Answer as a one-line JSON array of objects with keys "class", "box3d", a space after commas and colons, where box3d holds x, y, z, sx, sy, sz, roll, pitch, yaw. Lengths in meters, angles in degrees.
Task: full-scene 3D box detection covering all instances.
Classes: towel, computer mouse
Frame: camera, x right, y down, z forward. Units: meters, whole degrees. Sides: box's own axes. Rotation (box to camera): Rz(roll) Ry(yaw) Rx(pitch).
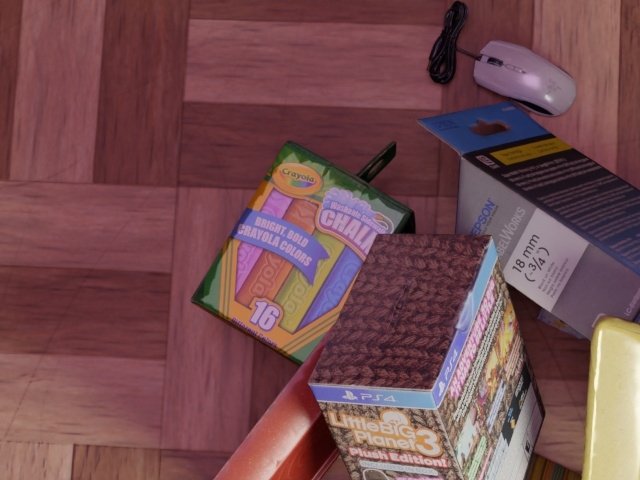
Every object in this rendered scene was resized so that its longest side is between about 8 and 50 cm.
[{"class": "towel", "box3d": [0.332, 0.320, 1.800, 0.237, 0.102, 0.021, 25, 109, 8]}, {"class": "computer mouse", "box3d": [0.233, -0.220, 1.907, 0.193, 0.042, 0.106, 24, 84, 8]}]

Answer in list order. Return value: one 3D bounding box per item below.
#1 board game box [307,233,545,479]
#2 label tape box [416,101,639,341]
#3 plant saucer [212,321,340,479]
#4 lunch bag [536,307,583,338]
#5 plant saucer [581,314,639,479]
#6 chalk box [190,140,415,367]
[{"class": "board game box", "box3d": [0.128, 0.175, 1.674, 0.141, 0.291, 0.232, 1, 42, 27]}, {"class": "label tape box", "box3d": [0.276, -0.023, 1.763, 0.333, 0.240, 0.106, 37, 117, 23]}, {"class": "plant saucer", "box3d": [-0.014, 0.225, 1.758, 0.047, 0.258, 0.259, 36, 87, 18]}, {"class": "lunch bag", "box3d": [0.313, 0.073, 1.857, 0.071, 0.053, 0.083, 26, 95, 9]}, {"class": "plant saucer", "box3d": [0.438, 0.253, 1.572, 0.332, 0.081, 0.333, 16, 117, 34]}, {"class": "chalk box", "box3d": [0.000, 0.000, 1.831, 0.179, 0.180, 0.289, 30, 85, 8]}]
